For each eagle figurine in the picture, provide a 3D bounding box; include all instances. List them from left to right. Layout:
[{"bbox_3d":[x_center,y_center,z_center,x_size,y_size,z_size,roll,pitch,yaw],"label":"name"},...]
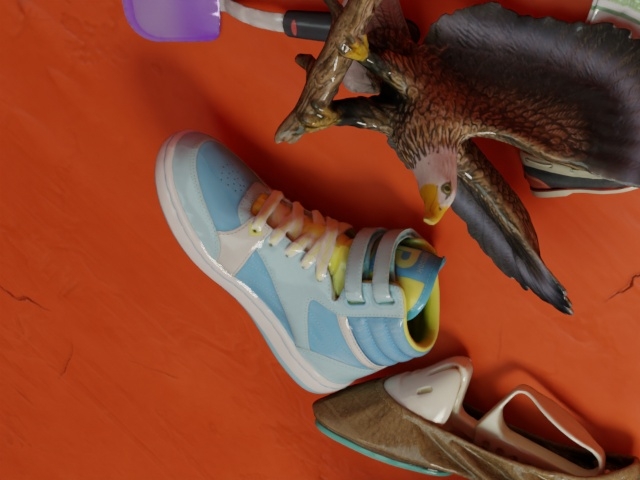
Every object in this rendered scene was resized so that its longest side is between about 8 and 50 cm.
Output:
[{"bbox_3d":[0.122,-0.087,1.131,0.298,0.225,0.226,19,171,-16],"label":"eagle figurine"}]

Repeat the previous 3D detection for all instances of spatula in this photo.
[{"bbox_3d":[-0.049,-0.205,1.262,0.297,0.030,0.084,12,128,22],"label":"spatula"}]

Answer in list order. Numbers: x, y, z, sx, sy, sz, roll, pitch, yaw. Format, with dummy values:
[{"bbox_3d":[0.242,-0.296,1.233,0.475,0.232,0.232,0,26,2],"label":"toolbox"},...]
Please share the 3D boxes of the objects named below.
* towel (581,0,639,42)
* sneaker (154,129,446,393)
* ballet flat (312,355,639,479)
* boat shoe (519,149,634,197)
[{"bbox_3d":[0.269,-0.171,1.105,0.113,0.023,0.152,27,131,13],"label":"towel"},{"bbox_3d":[0.000,0.000,1.317,0.208,0.127,0.319,-19,120,40],"label":"sneaker"},{"bbox_3d":[0.163,0.191,1.373,0.342,0.116,0.124,23,111,14],"label":"ballet flat"},{"bbox_3d":[0.235,-0.067,1.183,0.137,0.049,0.043,-5,116,38],"label":"boat shoe"}]
